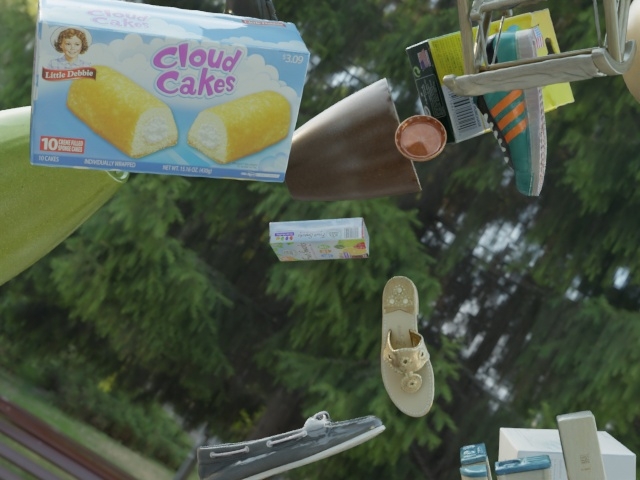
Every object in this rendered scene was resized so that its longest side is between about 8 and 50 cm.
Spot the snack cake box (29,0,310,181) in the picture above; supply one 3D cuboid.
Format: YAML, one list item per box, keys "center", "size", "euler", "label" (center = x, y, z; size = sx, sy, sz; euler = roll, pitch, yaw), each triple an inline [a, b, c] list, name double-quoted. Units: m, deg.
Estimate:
- center: [-0.157, -0.153, 1.011]
  size: [0.264, 0.152, 0.089]
  euler: [3, 32, -17]
  label: "snack cake box"

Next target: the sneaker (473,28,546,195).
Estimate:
- center: [0.345, -0.228, 1.810]
  size: [0.121, 0.302, 0.108]
  euler: [-5, 3, 19]
  label: "sneaker"

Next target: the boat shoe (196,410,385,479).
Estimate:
- center: [-0.058, 0.348, 1.706]
  size: [0.112, 0.335, 0.096]
  euler: [58, 11, -77]
  label: "boat shoe"

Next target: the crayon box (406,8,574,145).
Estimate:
- center: [0.337, -0.320, 1.935]
  size: [0.081, 0.318, 0.202]
  euler: [-6, -78, 62]
  label: "crayon box"

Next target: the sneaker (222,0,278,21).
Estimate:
- center: [-0.137, -0.277, 1.532]
  size: [0.130, 0.286, 0.109]
  euler: [-3, 9, -22]
  label: "sneaker"

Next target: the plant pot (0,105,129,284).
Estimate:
- center: [-0.456, -0.094, 1.537]
  size: [0.275, 0.293, 0.275]
  euler: [-22, 90, -79]
  label: "plant pot"

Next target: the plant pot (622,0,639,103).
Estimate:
- center: [0.642, -0.316, 1.600]
  size: [0.284, 0.284, 0.191]
  euler: [32, 14, 0]
  label: "plant pot"

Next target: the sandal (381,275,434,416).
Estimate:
- center: [0.136, 0.175, 1.660]
  size: [0.088, 0.240, 0.079]
  euler: [-8, -13, 13]
  label: "sandal"

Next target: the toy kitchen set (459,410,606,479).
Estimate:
- center: [0.316, 0.325, 1.514]
  size: [0.207, 0.122, 0.166]
  euler: [-11, 1, 8]
  label: "toy kitchen set"

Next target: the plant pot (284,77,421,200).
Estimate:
- center: [0.044, -0.158, 1.812]
  size: [0.215, 0.230, 0.215]
  euler: [-18, 90, -84]
  label: "plant pot"

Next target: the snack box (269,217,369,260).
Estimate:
- center: [0.000, 0.000, 1.497]
  size: [0.141, 0.037, 0.100]
  euler: [-2, -18, 7]
  label: "snack box"

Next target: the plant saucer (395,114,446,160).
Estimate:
- center: [0.164, -0.165, 1.611]
  size: [0.083, 0.083, 0.013]
  euler: [29, -17, 20]
  label: "plant saucer"

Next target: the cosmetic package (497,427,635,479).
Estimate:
- center: [0.475, 0.455, 1.935]
  size: [0.224, 0.138, 0.224]
  euler: [3, 0, 1]
  label: "cosmetic package"

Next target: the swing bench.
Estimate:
- center: [0.341, -0.348, 1.522]
  size: [0.253, 0.255, 0.165]
  euler: [-3, -11, 35]
  label: "swing bench"
